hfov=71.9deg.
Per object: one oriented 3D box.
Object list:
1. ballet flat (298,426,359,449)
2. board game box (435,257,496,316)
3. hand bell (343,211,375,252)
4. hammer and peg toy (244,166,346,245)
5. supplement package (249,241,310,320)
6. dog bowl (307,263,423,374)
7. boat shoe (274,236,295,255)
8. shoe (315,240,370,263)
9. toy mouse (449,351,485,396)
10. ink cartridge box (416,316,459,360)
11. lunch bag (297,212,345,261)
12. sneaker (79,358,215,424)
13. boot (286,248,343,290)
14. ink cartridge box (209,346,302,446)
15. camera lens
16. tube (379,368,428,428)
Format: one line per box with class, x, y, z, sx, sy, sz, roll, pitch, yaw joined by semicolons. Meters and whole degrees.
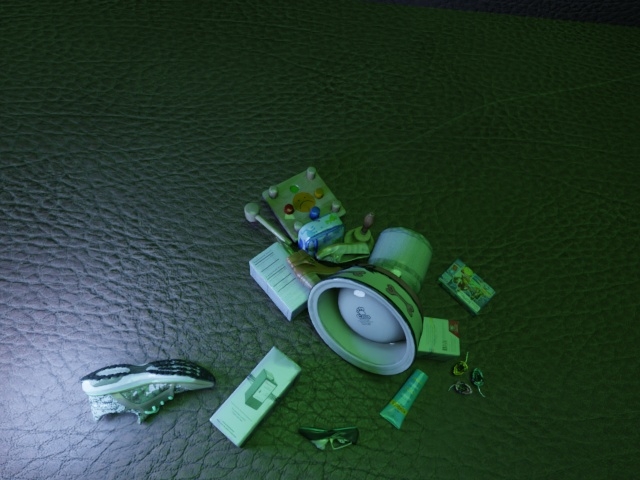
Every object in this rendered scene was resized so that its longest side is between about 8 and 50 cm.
ballet flat;0.028;0.651;1.456;0.204;0.074;0.074;3;64;-9
board game box;0.583;0.186;1.770;0.136;0.035;0.201;-39;75;-22
hand bell;0.173;-0.043;1.711;0.126;0.242;0.126;3;65;-6
hammer and peg toy;-0.107;-0.117;1.775;0.362;0.127;0.265;-31;74;-20
supplement package;-0.136;0.151;1.633;0.134;0.139;0.244;-37;75;-21
dog bowl;0.164;0.254;1.499;0.408;0.407;0.150;38;49;11
boat shoe;-0.126;0.042;1.737;0.048;0.056;0.153;-31;73;-30
shoe;0.088;0.048;1.666;0.219;0.076;0.058;-9;60;-22
toy mouse;0.539;0.515;1.609;0.161;0.031;0.143;-40;75;-22
ink cartridge box;0.398;0.359;1.611;0.177;0.127;0.128;9;65;-4
lunch bag;0.000;0.000;1.680;0.176;0.218;0.090;-23;65;-17
sneaker;-0.553;0.499;1.441;0.411;0.158;0.181;-1;96;-10
boot;-0.017;0.090;1.588;0.152;0.072;0.197;48;35;21
ink cartridge box;-0.200;0.505;1.417;0.122;0.211;0.289;38;65;12
camera lens;0.289;0.102;1.669;0.220;0.219;0.274;25;64;5
tube;0.301;0.551;1.555;0.080;0.052;0.207;34;71;20
